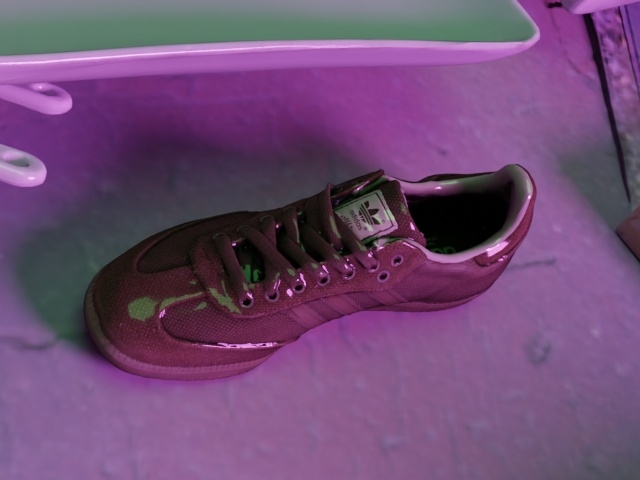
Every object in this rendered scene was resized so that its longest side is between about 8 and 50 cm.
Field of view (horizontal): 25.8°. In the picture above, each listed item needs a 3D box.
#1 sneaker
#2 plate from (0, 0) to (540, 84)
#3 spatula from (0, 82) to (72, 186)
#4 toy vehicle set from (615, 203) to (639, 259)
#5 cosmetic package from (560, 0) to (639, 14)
[{"bbox_3d":[0.000,0.000,0.545,0.188,0.071,0.066,-13,64,-30],"label":"sneaker"},{"bbox_3d":[-0.083,-0.152,0.598,0.277,0.045,0.278,-7,48,-34],"label":"plate"},{"bbox_3d":[-0.197,-0.081,0.506,0.242,0.019,0.168,20,25,-3],"label":"spatula"},{"bbox_3d":[0.290,0.003,0.690,0.267,0.035,0.166,-24,69,-34],"label":"toy vehicle set"},{"bbox_3d":[0.279,-0.290,0.761,0.453,0.161,0.230,-20,80,-38],"label":"cosmetic package"}]
